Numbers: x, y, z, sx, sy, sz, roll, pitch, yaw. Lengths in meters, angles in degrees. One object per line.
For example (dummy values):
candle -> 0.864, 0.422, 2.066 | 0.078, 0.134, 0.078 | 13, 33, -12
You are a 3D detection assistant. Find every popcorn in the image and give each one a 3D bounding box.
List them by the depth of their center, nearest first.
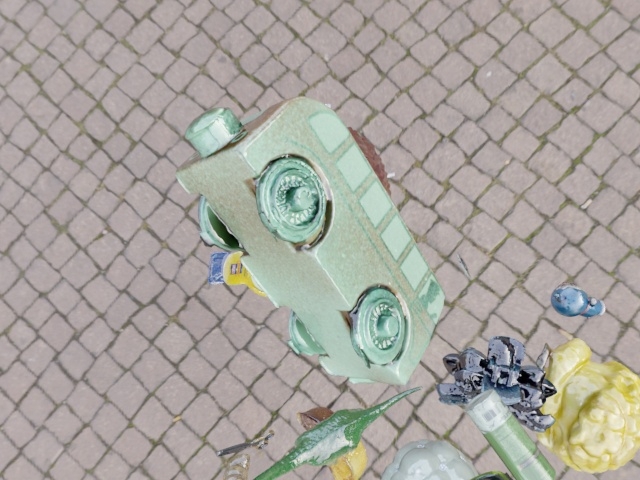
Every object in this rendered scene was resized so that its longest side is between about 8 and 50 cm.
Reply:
popcorn -> 0.754, 0.465, 1.487 | 0.349, 0.349, 0.381 | -42, 92, -1

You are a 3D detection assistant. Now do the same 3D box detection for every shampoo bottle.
shampoo bottle -> 0.319, 0.338, 0.820 | 0.065, 0.065, 0.204 | -36, 79, 0

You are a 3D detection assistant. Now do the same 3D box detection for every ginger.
ginger -> -0.275, 0.771, 1.677 | 0.080, 0.204, 0.104 | 35, 90, -4

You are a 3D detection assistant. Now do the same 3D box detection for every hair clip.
hair clip -> 0.472, 0.388, 1.369 | 0.311, 0.206, 0.194 | 12, 49, 16

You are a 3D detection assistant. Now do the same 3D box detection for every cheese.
cheese -> -0.143, 0.066, 1.273 | 0.271, 0.069, 0.176 | 0, 113, -25

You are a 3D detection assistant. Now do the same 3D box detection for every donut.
donut -> 0.060, 0.639, 1.627 | 0.112, 0.151, 0.295 | -27, 77, -38

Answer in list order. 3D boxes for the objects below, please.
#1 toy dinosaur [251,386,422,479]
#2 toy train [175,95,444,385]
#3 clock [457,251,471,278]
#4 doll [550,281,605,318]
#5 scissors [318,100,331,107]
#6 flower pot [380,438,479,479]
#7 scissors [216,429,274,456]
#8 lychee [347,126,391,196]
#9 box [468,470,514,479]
toy dinosaur -> 0.007, 0.380, 0.987 | 0.447, 0.300, 0.087 | -34, 64, -7
toy train -> 0.000, 0.000, 0.509 | 0.326, 0.129, 0.159 | 55, 51, -22
clock -> 0.375, 0.063, 1.344 | 0.010, 0.083, 0.074 | -29, 100, 18
doll -> 0.650, 0.157, 1.307 | 0.152, 0.114, 0.085 | 17, 71, -20
scissors -> -0.047, -0.338, 1.516 | 0.189, 0.015, 0.100 | -50, 50, -7
flower pot -> 0.263, 0.605, 1.214 | 0.246, 0.195, 0.245 | 7, 114, 15
scissors -> -0.238, 0.649, 1.621 | 0.017, 0.220, 0.088 | 49, 117, 33
lychee -> -0.013, -0.069, 0.851 | 0.261, 0.260, 0.260 | -1, 82, 6
box -> 0.366, 0.611, 0.930 | 0.097, 0.134, 0.345 | -18, 88, -10
